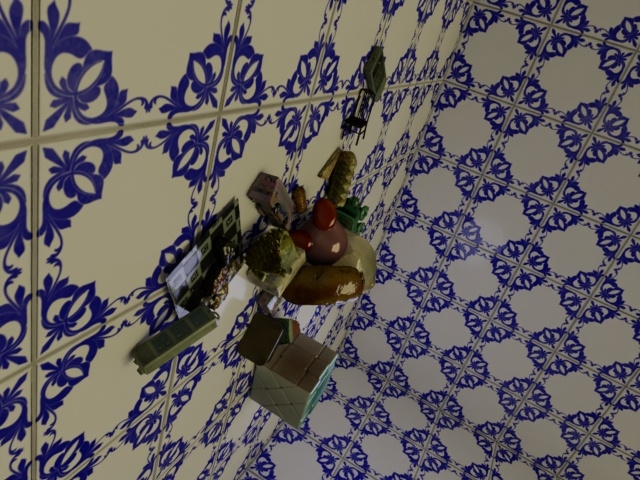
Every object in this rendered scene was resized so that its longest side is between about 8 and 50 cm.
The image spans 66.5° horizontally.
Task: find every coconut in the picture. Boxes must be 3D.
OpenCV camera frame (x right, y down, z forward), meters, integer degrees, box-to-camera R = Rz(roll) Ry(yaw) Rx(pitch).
[{"bbox_3d":[0.096,0.114,2.290,0.346,0.360,0.346,-57,163,-28],"label":"coconut"}]

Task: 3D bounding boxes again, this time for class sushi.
[{"bbox_3d":[-0.316,0.104,1.515,0.343,0.064,0.359,-55,163,-34],"label":"sushi"}]

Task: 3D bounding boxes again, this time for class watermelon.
[{"bbox_3d":[-0.182,0.422,2.302,0.256,0.192,0.140,11,74,-69],"label":"watermelon"}]

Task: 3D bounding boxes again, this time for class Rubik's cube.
[{"bbox_3d":[-0.139,0.700,2.523,0.316,0.318,0.322,-45,156,-49],"label":"Rubik's cube"}]

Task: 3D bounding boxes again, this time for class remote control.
[{"bbox_3d":[0.241,-0.699,2.076,0.123,0.038,0.285,-63,163,-5],"label":"remote control"}]

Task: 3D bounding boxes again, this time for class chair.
[{"bbox_3d":[0.158,-0.517,2.027,0.101,0.084,0.212,-49,158,-51],"label":"chair"}]

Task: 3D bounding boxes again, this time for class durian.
[{"bbox_3d":[-0.164,0.057,1.672,0.172,0.166,0.306,-32,-167,5],"label":"durian"}]

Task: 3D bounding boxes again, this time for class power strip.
[{"bbox_3d":[-0.410,0.278,1.397,0.272,0.078,0.052,-34,149,-24],"label":"power strip"}]

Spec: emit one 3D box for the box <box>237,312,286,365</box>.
[{"bbox_3d":[-0.247,0.423,2.097,0.201,0.144,0.090,-63,166,-5],"label":"box"}]

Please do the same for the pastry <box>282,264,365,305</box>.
[{"bbox_3d":[0.008,0.182,1.988,0.356,0.356,0.164,16,70,-73],"label":"pastry"}]

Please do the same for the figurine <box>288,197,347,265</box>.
[{"bbox_3d":[0.002,0.002,2.027,0.269,0.211,0.261,-43,165,-1],"label":"figurine"}]

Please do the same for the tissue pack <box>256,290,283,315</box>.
[{"bbox_3d":[-0.201,0.226,2.080,0.155,0.065,0.115,-56,158,-22],"label":"tissue pack"}]

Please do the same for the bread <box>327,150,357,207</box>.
[{"bbox_3d":[0.095,-0.274,2.154,0.098,0.087,0.269,-97,-162,-51],"label":"bread"}]

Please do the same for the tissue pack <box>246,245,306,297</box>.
[{"bbox_3d":[-0.166,0.101,1.854,0.196,0.148,0.092,-53,156,-30],"label":"tissue pack"}]

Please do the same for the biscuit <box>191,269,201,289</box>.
[{"bbox_3d":[-0.380,0.117,1.468,0.046,0.016,0.089,-34,147,-63],"label":"biscuit"}]

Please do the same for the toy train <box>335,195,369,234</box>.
[{"bbox_3d":[0.141,-0.095,2.486,0.202,0.145,0.266,-46,155,-39],"label":"toy train"}]

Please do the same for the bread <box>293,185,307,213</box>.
[{"bbox_3d":[-0.078,-0.158,1.911,0.052,0.044,0.157,-61,164,-23],"label":"bread"}]

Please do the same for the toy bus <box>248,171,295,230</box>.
[{"bbox_3d":[-0.155,-0.125,1.660,0.274,0.090,0.112,64,46,-71],"label":"toy bus"}]

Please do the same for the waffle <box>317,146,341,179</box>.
[{"bbox_3d":[0.039,-0.328,2.049,0.153,0.023,0.097,-64,164,6],"label":"waffle"}]
